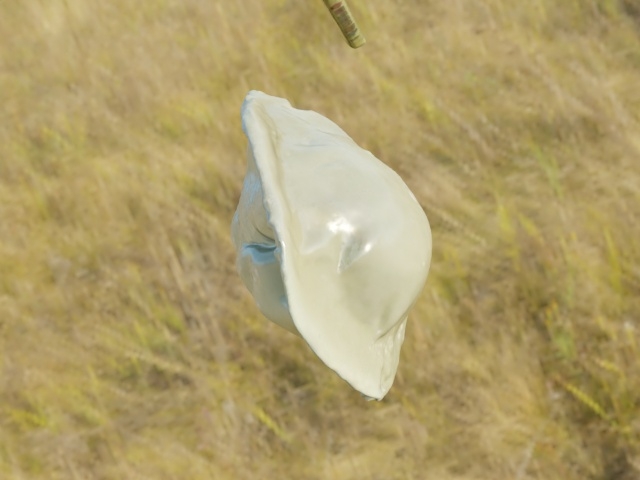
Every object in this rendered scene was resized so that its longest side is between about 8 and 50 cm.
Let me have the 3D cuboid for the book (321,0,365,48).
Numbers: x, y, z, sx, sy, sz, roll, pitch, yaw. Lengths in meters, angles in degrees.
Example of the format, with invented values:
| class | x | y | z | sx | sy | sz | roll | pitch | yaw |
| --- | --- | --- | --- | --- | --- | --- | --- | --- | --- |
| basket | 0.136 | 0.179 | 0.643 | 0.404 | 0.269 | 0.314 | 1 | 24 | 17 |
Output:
| class | x | y | z | sx | sy | sz | roll | pitch | yaw |
| --- | --- | --- | --- | --- | --- | --- | --- | --- | --- |
| book | -0.035 | -0.168 | 0.523 | 0.013 | 0.168 | 0.192 | -28 | -11 | 5 |

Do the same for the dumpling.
| class | x | y | z | sx | sy | sz | roll | pitch | yaw |
| --- | --- | --- | --- | --- | --- | --- | --- | --- | --- |
| dumpling | -0.004 | 0.000 | 0.801 | 0.111 | 0.181 | 0.155 | -52 | -4 | 13 |
